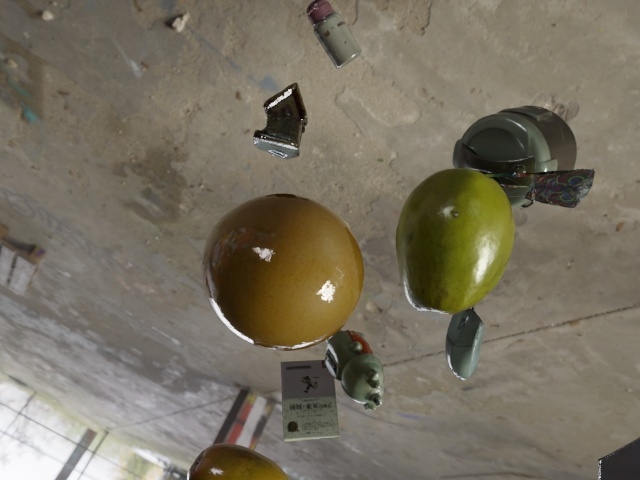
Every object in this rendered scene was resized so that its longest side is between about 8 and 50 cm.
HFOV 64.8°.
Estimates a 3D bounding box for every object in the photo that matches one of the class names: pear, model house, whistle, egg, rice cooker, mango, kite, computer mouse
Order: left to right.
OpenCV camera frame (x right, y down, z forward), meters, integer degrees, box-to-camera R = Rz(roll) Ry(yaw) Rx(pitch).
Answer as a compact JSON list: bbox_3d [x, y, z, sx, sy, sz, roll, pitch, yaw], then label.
[{"bbox_3d":[-0.213,0.681,1.406,0.317,0.173,0.211,19,126,3],"label":"mango"},{"bbox_3d":[-0.069,0.047,0.830,0.250,0.250,0.322,44,163,-24],"label":"egg"},{"bbox_3d":[-0.082,-0.272,1.146,0.106,0.152,0.165,14,177,-5],"label":"model house"},{"bbox_3d":[0.063,0.249,1.049,0.106,0.101,0.253,24,-165,-37],"label":"whistle"},{"bbox_3d":[0.280,0.004,1.069,0.253,0.307,0.253,7,176,0],"label":"pear"},{"bbox_3d":[0.414,0.297,1.472,0.068,0.229,0.113,1,-172,-32],"label":"computer mouse"},{"bbox_3d":[0.634,-0.275,1.667,0.335,0.325,0.335,24,123,45],"label":"rice cooker"},{"bbox_3d":[0.522,-0.136,1.260,0.286,0.015,0.152,3,146,7],"label":"kite"}]

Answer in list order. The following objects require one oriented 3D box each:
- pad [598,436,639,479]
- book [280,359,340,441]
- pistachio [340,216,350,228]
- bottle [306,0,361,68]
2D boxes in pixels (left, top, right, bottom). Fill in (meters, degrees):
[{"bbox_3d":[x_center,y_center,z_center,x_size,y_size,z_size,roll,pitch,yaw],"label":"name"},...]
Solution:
[{"bbox_3d":[0.550,0.404,0.859,0.006,0.246,0.170,15,113,61],"label":"pad"},{"bbox_3d":[-0.026,0.360,1.150,0.127,0.181,0.014,-2,144,-4],"label":"book"},{"bbox_3d":[0.000,0.000,1.676,0.188,0.299,0.187,5,101,27],"label":"pistachio"},{"bbox_3d":[0.040,-0.723,1.751,0.110,0.110,0.233,-23,105,50],"label":"bottle"}]
